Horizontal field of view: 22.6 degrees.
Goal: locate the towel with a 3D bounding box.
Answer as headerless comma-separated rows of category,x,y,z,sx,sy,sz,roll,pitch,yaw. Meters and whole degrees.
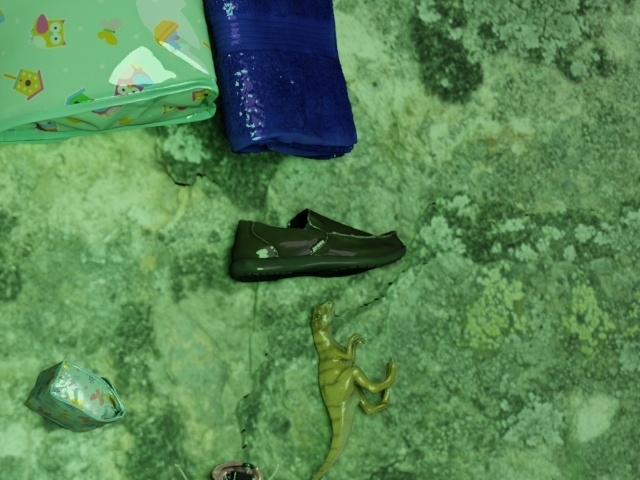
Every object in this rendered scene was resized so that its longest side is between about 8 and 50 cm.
towel,-0.045,-0.245,1.786,0.227,0.076,0.308,-2,80,-61

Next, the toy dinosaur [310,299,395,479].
toy dinosaur,0.027,0.176,1.809,0.112,0.064,0.212,-1,70,-13

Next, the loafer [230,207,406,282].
loafer,0.000,0.000,1.808,0.220,0.080,0.078,-3,82,-31

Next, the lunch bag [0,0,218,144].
lunch bag,-0.250,-0.220,1.657,0.262,0.160,0.224,-11,85,-4

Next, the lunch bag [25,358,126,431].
lunch bag,-0.246,0.162,1.632,0.083,0.071,0.053,34,60,-18

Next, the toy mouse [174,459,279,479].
toy mouse,-0.110,0.284,1.710,0.143,0.031,0.161,41,62,-18
